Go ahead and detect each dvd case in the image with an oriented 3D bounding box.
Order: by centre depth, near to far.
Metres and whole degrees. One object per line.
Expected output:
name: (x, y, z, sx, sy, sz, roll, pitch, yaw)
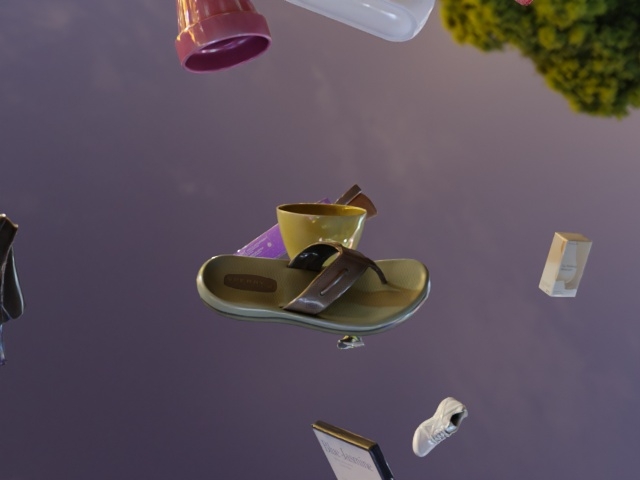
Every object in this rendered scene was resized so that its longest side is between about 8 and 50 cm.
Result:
dvd case: (0.086, 0.423, 1.319, 0.022, 0.180, 0.253, -32, -74, -26)

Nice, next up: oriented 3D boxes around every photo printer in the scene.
photo printer: (0.088, -0.539, 1.598, 0.308, 0.107, 0.256, 20, -126, -6)

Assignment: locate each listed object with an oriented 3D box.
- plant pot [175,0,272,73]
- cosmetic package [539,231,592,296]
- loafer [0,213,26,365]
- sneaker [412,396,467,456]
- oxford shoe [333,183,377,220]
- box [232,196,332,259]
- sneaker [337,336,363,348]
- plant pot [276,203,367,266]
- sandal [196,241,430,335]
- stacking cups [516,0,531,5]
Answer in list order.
plant pot: (-0.219, -0.471, 1.659, 0.201, 0.201, 0.180, -10, -98, -53)
cosmetic package: (0.454, 0.045, 1.469, 0.060, 0.115, 0.041, 1, -157, -21)
loafer: (-0.432, 0.071, 1.057, 0.078, 0.220, 0.080, 12, -168, -27)
sneaker: (0.258, 0.408, 1.718, 0.053, 0.152, 0.061, 47, 166, -23)
oxford shoe: (0.021, -0.005, 1.380, 0.076, 0.212, 0.076, 45, -139, 1)
box: (-0.092, 0.004, 1.705, 0.057, 0.201, 0.293, 57, -158, 0)
sneaker: (0.060, 0.210, 1.678, 0.083, 0.031, 0.035, 11, -118, -56)
plant pot: (0.000, 0.000, 1.181, 0.134, 0.095, 0.134, 2, -171, 0)
sandal: (-0.005, 0.051, 1.008, 0.303, 0.086, 0.120, 2, -138, -6)
stacking cups: (0.237, -0.511, 1.326, 0.316, 0.096, 0.096, 31, -149, -8)
